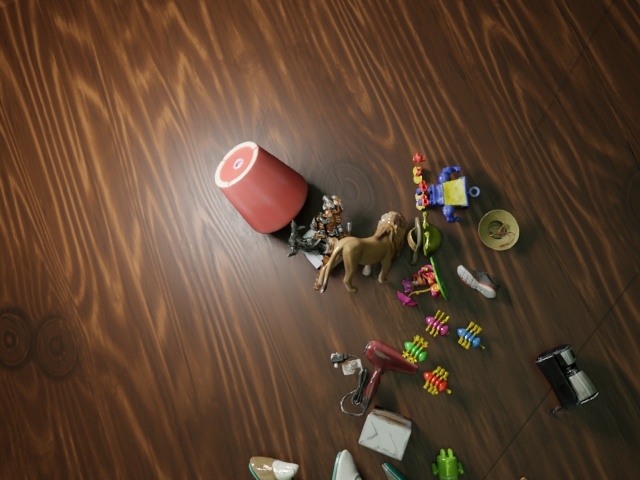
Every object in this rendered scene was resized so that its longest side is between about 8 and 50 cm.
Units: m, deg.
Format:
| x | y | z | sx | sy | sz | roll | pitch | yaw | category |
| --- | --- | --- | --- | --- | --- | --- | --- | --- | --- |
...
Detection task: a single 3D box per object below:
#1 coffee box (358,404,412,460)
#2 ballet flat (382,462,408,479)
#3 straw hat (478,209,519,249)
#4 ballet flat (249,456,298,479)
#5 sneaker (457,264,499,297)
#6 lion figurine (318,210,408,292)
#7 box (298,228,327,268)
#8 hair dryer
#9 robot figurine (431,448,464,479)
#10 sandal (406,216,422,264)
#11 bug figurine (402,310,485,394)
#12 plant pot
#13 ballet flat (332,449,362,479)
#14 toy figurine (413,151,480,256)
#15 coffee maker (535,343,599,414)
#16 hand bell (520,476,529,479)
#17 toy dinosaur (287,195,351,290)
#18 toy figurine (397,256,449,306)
| x | y | z | sx | sy | sz | roll | pitch | yaw | category |
| --- | --- | --- | --- | --- | --- | --- | --- | --- | --- |
| 0.215 | 0.616 | 1.744 | 0.141 | 0.246 | 0.098 | 19 | 83 | 12 | coffee box |
| 0.285 | 0.828 | 1.789 | 0.213 | 0.072 | 0.068 | 30 | 92 | 13 | ballet flat |
| 0.611 | -0.037 | 1.875 | 0.144 | 0.061 | 0.145 | 0 | 95 | 0 | straw hat |
| -0.091 | 0.841 | 1.824 | 0.342 | 0.116 | 0.124 | 47 | 106 | 12 | ballet flat |
| 0.550 | 0.133 | 1.871 | 0.158 | 0.061 | 0.065 | 39 | 62 | 13 | sneaker |
| 0.152 | 0.037 | 1.828 | 0.142 | 0.392 | 0.240 | 28 | 118 | 33 | lion figurine |
| 0.000 | 0.018 | 1.969 | 0.137 | 0.072 | 0.126 | -43 | 77 | 0 | box |
| 0.192 | 0.460 | 1.857 | 0.293 | 0.080 | 0.224 | -16 | 82 | 0 | hair dryer |
| 0.420 | 0.751 | 1.778 | 0.101 | 0.067 | 0.115 | -3 | 80 | 1 | robot figurine |
| 0.321 | 0.005 | 1.881 | 0.048 | 0.072 | 0.180 | 4 | 118 | -5 | sandal |
| 0.411 | 0.372 | 1.831 | 0.216 | 0.072 | 0.279 | 40 | 80 | 8 | bug figurine |
| -0.219 | -0.198 | 1.900 | 0.274 | 0.243 | 0.275 | -23 | 45 | 25 | plant pot |
| 0.095 | 0.903 | 1.759 | 0.139 | 0.139 | 0.401 | 7 | 74 | 11 | ballet flat |
| 0.448 | -0.137 | 1.863 | 0.217 | 0.191 | 0.363 | -5 | 81 | 4 | toy figurine |
| 0.772 | 0.447 | 1.738 | 0.171 | 0.120 | 0.178 | -30 | 77 | 5 | coffee maker |
| 0.719 | 0.864 | 1.703 | 0.126 | 0.126 | 0.242 | -34 | 64 | 3 | hand bell |
| 0.000 | 0.000 | 1.867 | 0.218 | 0.164 | 0.322 | 7 | 60 | -6 | toy dinosaur |
| 0.342 | 0.158 | 1.877 | 0.159 | 0.130 | 0.173 | -22 | 56 | 15 | toy figurine |
